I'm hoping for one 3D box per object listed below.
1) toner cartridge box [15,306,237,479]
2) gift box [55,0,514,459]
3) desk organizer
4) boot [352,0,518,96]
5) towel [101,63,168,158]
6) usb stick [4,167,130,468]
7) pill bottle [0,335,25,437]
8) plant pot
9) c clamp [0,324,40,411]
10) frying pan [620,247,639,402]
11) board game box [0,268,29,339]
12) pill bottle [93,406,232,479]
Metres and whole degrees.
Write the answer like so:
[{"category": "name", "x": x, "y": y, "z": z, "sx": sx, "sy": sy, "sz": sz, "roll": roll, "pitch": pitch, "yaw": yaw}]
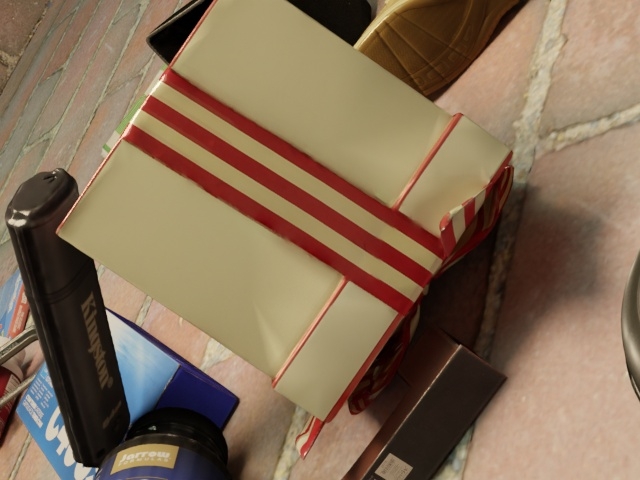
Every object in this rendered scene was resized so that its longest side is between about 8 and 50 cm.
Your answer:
[{"category": "toner cartridge box", "x": -0.221, "y": 0.176, "z": 1.082, "sx": 0.165, "sy": 0.075, "sz": 0.348, "roll": -59, "pitch": 27, "yaw": -8}, {"category": "gift box", "x": -0.020, "y": -0.014, "z": 0.751, "sx": 0.255, "sy": 0.258, "sz": 0.276, "roll": -56, "pitch": 5, "yaw": 4}, {"category": "desk organizer", "x": 0.065, "y": 0.127, "z": 0.710, "sx": 0.130, "sy": 0.047, "sz": 0.050, "roll": -54, "pitch": 25, "yaw": 3}, {"category": "boot", "x": 0.108, "y": -0.260, "z": 1.008, "sx": 0.262, "sy": 0.095, "sz": 0.203, "roll": -46, "pitch": 29, "yaw": 14}, {"category": "towel", "x": -0.209, "y": -0.230, "z": 1.550, "sx": 0.325, "sy": 0.038, "sz": 0.248, "roll": -54, "pitch": 29, "yaw": 0}, {"category": "usb stick", "x": -0.202, "y": 0.072, "z": 0.828, "sx": 0.045, "sy": 0.278, "sz": 0.077, "roll": 3, "pitch": 36, "yaw": 9}, {"category": "pill bottle", "x": -0.474, "y": 0.215, "z": 1.431, "sx": 0.086, "sy": 0.086, "sz": 0.152, "roll": -29, "pitch": 38, "yaw": 41}, {"category": "plant pot", "x": -0.053, "y": -0.245, "z": 1.172, "sx": 0.187, "sy": 0.188, "sz": 0.167, "roll": -17, "pitch": 35, "yaw": 51}, {"category": "c clamp", "x": -0.409, "y": 0.188, "z": 1.371, "sx": 0.160, "sy": 0.022, "sz": 0.137, "roll": -42, "pitch": 49, "yaw": -14}, {"category": "frying pan", "x": 0.283, "y": -0.014, "z": 0.520, "sx": 0.326, "sy": 0.053, "sz": 0.197, "roll": -42, "pitch": 31, "yaw": 30}, {"category": "board game box", "x": -0.523, "y": 0.165, "z": 1.629, "sx": 0.145, "sy": 0.027, "sz": 0.281, "roll": -41, "pitch": 31, "yaw": 30}, {"category": "pill bottle", "x": -0.132, "y": 0.233, "z": 0.808, "sx": 0.123, "sy": 0.123, "sz": 0.219, "roll": -45, "pitch": 17, "yaw": 20}]
